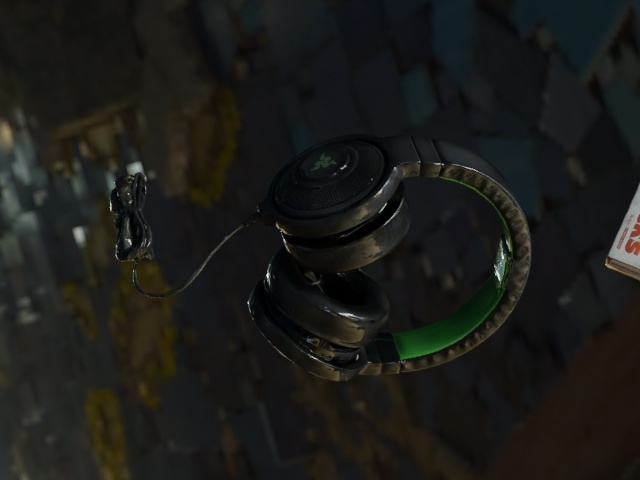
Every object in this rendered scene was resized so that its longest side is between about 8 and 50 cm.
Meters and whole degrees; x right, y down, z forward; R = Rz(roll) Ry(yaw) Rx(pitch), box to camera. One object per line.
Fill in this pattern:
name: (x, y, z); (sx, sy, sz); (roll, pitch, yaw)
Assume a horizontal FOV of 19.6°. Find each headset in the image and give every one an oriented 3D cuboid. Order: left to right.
headset: (0.000, 0.000, 1.773); (0.394, 0.243, 0.185); (1, 33, -14)

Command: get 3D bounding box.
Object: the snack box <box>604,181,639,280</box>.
snack box: (0.263, -0.049, 1.304); (0.064, 0.178, 0.022); (23, -19, 12)
